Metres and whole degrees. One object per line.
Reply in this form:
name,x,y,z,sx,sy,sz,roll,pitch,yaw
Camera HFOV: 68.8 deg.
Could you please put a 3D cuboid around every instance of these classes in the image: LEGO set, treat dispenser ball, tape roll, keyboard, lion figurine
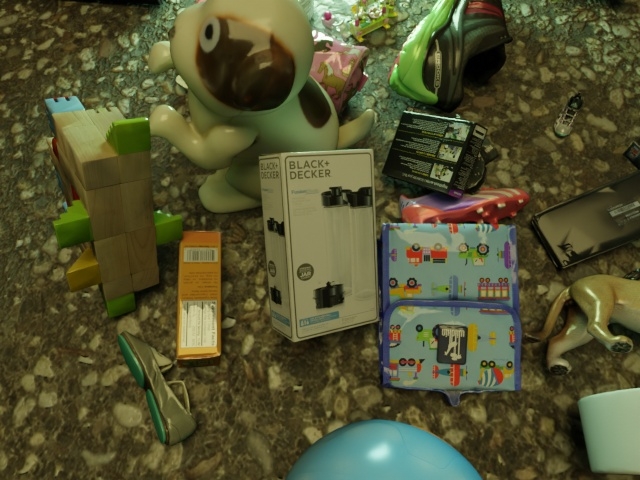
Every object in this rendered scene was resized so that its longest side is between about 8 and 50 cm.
LEGO set,0.131,-0.606,1.150,0.132,0.107,0.287,31,69,16
treat dispenser ball,0.080,0.373,0.574,0.289,0.288,0.288,-1,64,2
tape roll,0.505,0.260,0.617,0.287,0.286,0.100,0,65,2
keyboard,0.582,-0.021,0.866,0.317,0.033,0.201,-22,67,2
lion figurine,0.540,0.118,0.762,0.393,0.142,0.240,11,43,14

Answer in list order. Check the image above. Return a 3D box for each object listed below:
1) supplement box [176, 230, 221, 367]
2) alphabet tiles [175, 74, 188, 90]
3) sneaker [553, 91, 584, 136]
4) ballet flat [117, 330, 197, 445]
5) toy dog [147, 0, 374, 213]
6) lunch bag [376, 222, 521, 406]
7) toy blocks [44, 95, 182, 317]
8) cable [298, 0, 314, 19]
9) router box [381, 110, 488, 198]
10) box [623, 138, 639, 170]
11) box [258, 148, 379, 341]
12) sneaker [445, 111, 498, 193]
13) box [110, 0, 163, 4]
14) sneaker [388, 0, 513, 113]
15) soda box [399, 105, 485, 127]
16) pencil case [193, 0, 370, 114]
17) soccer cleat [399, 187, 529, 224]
supplement box,-0.215,0.102,0.831,0.080,0.078,0.233,3,64,-13
alphabet tiles,-0.191,-0.420,1.118,0.284,0.021,0.278,35,69,17
sneaker,0.531,-0.274,0.992,0.038,0.069,0.098,21,67,12
ballet flat,-0.272,0.238,0.787,0.068,0.072,0.213,-17,62,-37
toy dog,-0.106,-0.237,0.801,0.396,0.408,0.284,7,72,6
lunch bag,0.211,0.127,0.797,0.221,0.138,0.293,0,76,2
toy blocks,-0.386,-0.091,0.812,0.191,0.381,0.261,-20,51,-33
cable,-0.142,-0.611,1.159,0.257,0.089,0.257,32,59,17
router box,0.210,-0.167,0.888,0.179,0.046,0.133,30,104,49
box,0.758,-0.136,0.929,0.159,0.044,0.233,-27,66,-10
box,0.000,0.000,0.760,0.169,0.087,0.289,-7,99,-28
sneaker,0.271,-0.172,0.898,0.089,0.051,0.170,-39,56,7
box,-0.612,-0.908,1.223,0.480,0.297,0.471,8,66,7
sneaker,0.336,-0.468,1.062,0.202,0.185,0.482,36,73,-1
soda box,0.251,-0.225,0.985,0.169,0.060,0.053,20,65,13
pencil case,-0.087,-0.410,1.005,0.386,0.160,0.167,25,62,4
soccer cleat,0.276,-0.073,0.902,0.248,0.083,0.095,-14,60,-1
